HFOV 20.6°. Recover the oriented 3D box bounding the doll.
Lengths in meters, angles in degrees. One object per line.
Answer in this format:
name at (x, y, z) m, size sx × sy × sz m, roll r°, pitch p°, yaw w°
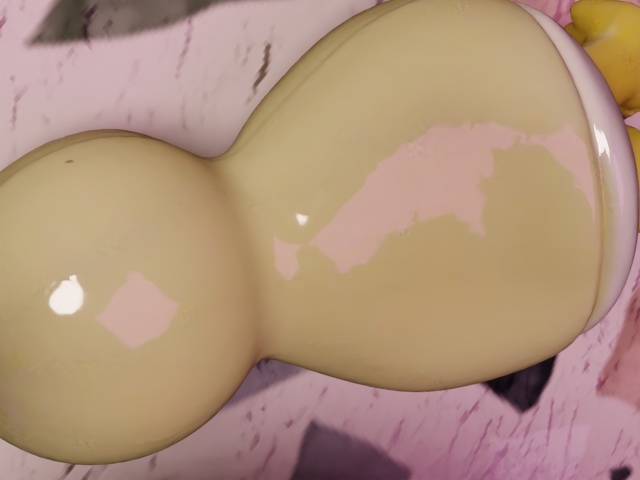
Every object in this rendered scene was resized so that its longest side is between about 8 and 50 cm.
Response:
doll at (-0.006, -0.005, 0.582) m, size 0.296 × 0.117 × 0.141 m, roll -13°, pitch 121°, yaw -21°
